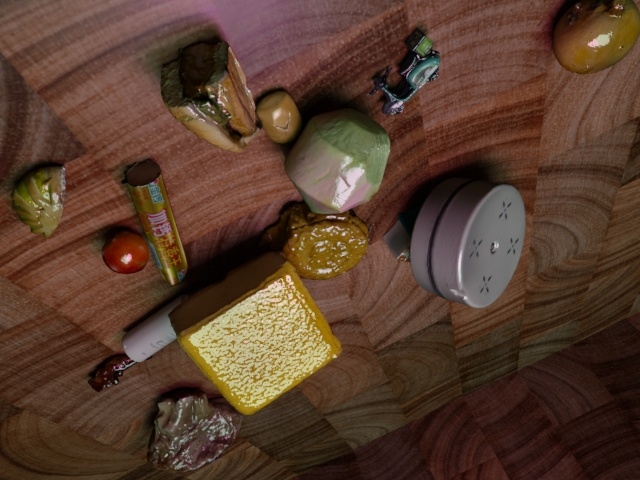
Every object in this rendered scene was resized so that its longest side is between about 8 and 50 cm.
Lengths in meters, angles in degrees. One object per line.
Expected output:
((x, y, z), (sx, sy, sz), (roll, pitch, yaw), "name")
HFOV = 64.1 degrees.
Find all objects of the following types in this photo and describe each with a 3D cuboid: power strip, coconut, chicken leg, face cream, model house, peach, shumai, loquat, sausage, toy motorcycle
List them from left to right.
((-0.581, 0.367, 1.460), (0.219, 0.048, 0.089), (-38, 143, 15), "chicken leg")
((-0.426, 0.030, 1.123), (0.100, 0.101, 0.101), (-15, 140, -13), "peach")
((-0.352, -0.011, 1.134), (0.082, 0.082, 0.372), (-15, 141, -13), "sausage")
((-0.381, 0.206, 1.353), (0.311, 0.092, 0.092), (-35, 141, 10), "face cream")
((-0.457, 0.610, 1.757), (0.345, 0.217, 0.283), (-26, 111, -21), "shumai")
((0.033, -0.156, 1.077), (0.204, 0.236, 0.236), (20, 125, -22), "coconut")
((0.176, -0.341, 1.066), (0.100, 0.058, 0.173), (24, 119, -36), "toy motorcycle")
((0.274, -0.020, 1.449), (0.126, 0.101, 0.149), (7, 129, -35), "model house")
((0.407, -0.005, 1.380), (0.357, 0.161, 0.358), (-15, 113, -40), "power strip")
((0.587, -0.445, 1.084), (0.172, 0.150, 0.204), (-19, 164, 3), "loquat")

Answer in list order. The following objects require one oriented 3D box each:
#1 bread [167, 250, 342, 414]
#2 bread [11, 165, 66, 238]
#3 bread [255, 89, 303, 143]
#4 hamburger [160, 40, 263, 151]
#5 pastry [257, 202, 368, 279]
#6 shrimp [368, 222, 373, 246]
((-0.149, 0.231, 1.254), (0.323, 0.143, 0.333), (-31, 120, -5), "bread")
((-0.532, -0.077, 0.967), (0.094, 0.083, 0.157), (28, 119, -32), "bread")
((-0.079, -0.243, 1.034), (0.082, 0.056, 0.115), (-25, 141, 0), "bread")
((-0.193, -0.228, 0.922), (0.135, 0.156, 0.208), (-6, 152, 11), "hamburger")
((0.000, 0.000, 1.293), (0.235, 0.132, 0.240), (18, 124, -42), "pastry")
((0.104, 0.011, 1.426), (0.065, 0.057, 0.165), (26, 131, -27), "shrimp")
